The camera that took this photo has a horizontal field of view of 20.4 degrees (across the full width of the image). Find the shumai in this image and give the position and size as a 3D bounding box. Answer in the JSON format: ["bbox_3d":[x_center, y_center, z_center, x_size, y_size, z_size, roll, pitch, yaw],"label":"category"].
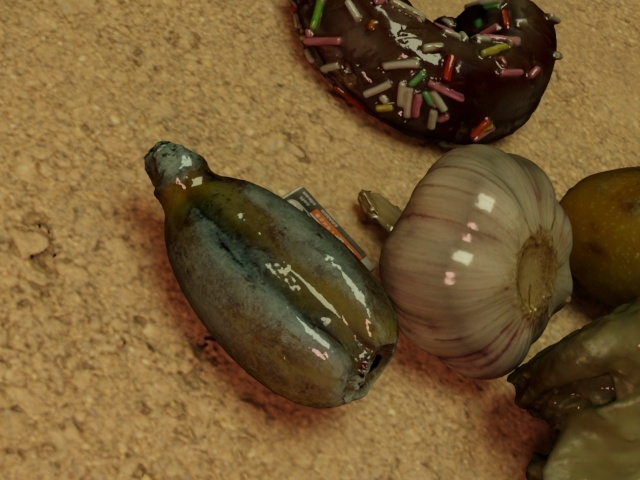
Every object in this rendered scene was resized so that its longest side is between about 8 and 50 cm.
[{"bbox_3d":[0.364,0.207,1.817,0.330,0.292,0.288,-3,63,-58],"label":"shumai"}]

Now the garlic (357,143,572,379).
[{"bbox_3d":[0.133,0.002,1.898,0.253,0.245,0.245,20,31,38],"label":"garlic"}]

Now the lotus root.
[{"bbox_3d":[-0.062,0.033,1.766,0.158,0.140,0.322,-40,73,-21],"label":"lotus root"}]

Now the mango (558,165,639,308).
[{"bbox_3d":[0.430,0.001,2.028,0.329,0.175,0.176,-2,87,2],"label":"mango"}]

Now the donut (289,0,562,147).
[{"bbox_3d":[0.115,-0.249,2.107,0.345,0.136,0.259,35,41,-1],"label":"donut"}]

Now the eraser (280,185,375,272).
[{"bbox_3d":[0.000,0.000,1.901,0.122,0.029,0.052,48,45,11],"label":"eraser"}]
